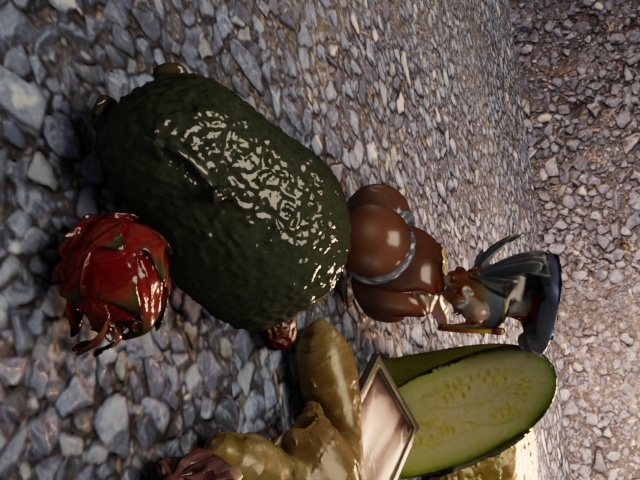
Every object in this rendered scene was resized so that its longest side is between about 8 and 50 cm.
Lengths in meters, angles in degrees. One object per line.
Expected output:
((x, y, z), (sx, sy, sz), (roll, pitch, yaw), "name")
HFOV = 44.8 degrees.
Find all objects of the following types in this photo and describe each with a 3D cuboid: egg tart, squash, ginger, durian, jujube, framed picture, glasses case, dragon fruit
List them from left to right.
((-0.214, 0.040, 0.805), (0.142, 0.130, 0.121), (63, -2, -28), "dragon fruit")
((-0.159, 0.280, 0.835), (0.193, 0.102, 0.070), (-37, 107, -61), "glasses case")
((-0.064, 0.095, 1.117), (0.077, 0.077, 0.129), (-28, 111, -62), "jujube")
((0.014, 0.328, 1.108), (0.348, 0.122, 0.363), (59, 24, -10), "ginger")
((0.073, 0.365, 1.286), (0.289, 0.020, 0.211), (-58, 134, -36), "framed picture")
((0.247, 0.111, 1.735), (0.140, 0.078, 0.224), (-70, 153, -65), "durian")
((0.282, 0.310, 1.464), (0.210, 0.309, 0.233), (-52, 127, -56), "squash")
((0.377, 0.489, 1.739), (0.443, 0.178, 0.443), (26, 61, -59), "egg tart")

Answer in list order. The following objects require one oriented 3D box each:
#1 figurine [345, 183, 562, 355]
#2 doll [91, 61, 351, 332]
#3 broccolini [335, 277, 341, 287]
((0.217, 0.055, 1.369), (0.276, 0.388, 0.248), (-63, 161, -74), "figurine")
((-0.114, -0.051, 0.920), (0.349, 0.247, 0.247), (46, 42, -45), "doll")
((0.011, 0.001, 1.314), (0.201, 0.058, 0.074), (59, 40, -34), "broccolini")
